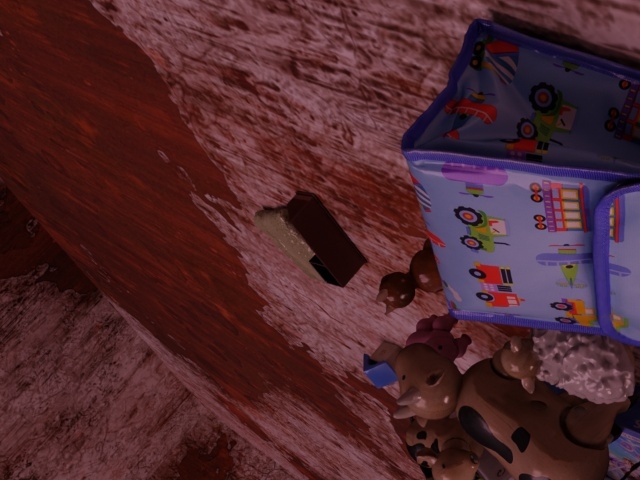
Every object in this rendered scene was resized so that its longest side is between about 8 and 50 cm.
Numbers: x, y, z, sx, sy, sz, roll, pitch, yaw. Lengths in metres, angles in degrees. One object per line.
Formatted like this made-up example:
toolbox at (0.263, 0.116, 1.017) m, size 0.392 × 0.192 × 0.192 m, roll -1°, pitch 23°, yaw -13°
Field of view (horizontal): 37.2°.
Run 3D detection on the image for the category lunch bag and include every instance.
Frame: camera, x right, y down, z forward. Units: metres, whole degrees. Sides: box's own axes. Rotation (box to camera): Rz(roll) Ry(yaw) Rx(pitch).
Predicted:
lunch bag at (0.232, -0.014, 0.679) m, size 0.293 × 0.138 × 0.221 m, roll 16°, pitch 151°, yaw 28°

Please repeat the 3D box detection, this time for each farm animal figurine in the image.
farm animal figurine at (0.166, 0.169, 0.984) m, size 0.327 × 0.172 × 0.330 m, roll 29°, pitch 144°, yaw 41°

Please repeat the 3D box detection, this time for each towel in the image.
towel at (-0.029, 0.010, 1.379) m, size 0.148 × 0.027 × 0.110 m, roll 48°, pitch 160°, yaw -18°

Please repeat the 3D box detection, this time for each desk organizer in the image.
desk organizer at (0.000, 0.000, 1.258) m, size 0.130 × 0.050 × 0.047 m, roll 51°, pitch 160°, yaw -28°

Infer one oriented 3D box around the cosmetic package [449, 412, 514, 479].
cosmetic package at (0.232, 0.269, 1.168) m, size 0.117 × 0.085 × 0.231 m, roll 53°, pitch 179°, yaw -17°

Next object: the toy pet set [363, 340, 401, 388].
toy pet set at (0.124, 0.220, 1.493) m, size 0.114 × 0.065 × 0.122 m, roll 51°, pitch 160°, yaw -27°

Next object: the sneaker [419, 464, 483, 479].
sneaker at (0.246, 0.441, 1.725) m, size 0.097 × 0.084 × 0.235 m, roll 48°, pitch 161°, yaw -15°

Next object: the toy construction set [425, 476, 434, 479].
toy construction set at (0.184, 0.433, 1.135) m, size 0.308 × 0.257 × 0.237 m, roll 60°, pitch -169°, yaw 30°

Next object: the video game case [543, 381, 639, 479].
video game case at (0.359, 0.247, 1.081) m, size 0.270 × 0.061 × 0.244 m, roll 18°, pitch 151°, yaw 51°
